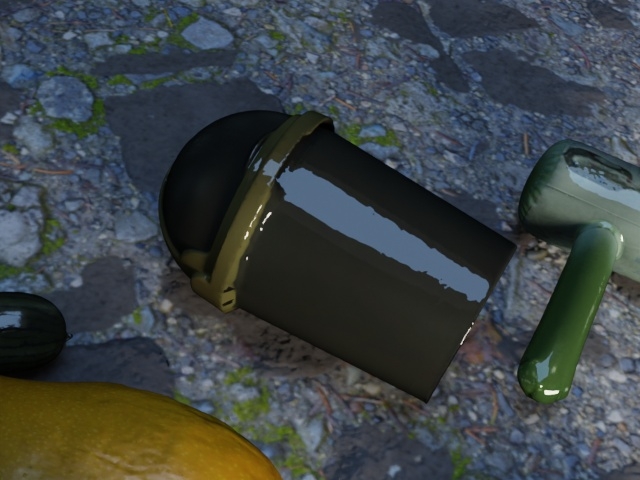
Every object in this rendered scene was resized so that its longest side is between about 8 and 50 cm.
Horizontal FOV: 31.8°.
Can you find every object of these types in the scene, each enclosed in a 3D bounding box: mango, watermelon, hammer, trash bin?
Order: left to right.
[{"bbox_3d":[-0.281,0.083,1.014,0.110,0.078,0.078,-2,47,-20],"label":"watermelon"},{"bbox_3d":[-0.197,0.191,0.888,0.359,0.144,0.187,10,33,4],"label":"mango"},{"bbox_3d":[0.000,0.000,1.072,0.334,0.214,0.214,31,47,10],"label":"trash bin"},{"bbox_3d":[0.278,0.044,1.175,0.206,0.119,0.335,25,52,11],"label":"hammer"}]
